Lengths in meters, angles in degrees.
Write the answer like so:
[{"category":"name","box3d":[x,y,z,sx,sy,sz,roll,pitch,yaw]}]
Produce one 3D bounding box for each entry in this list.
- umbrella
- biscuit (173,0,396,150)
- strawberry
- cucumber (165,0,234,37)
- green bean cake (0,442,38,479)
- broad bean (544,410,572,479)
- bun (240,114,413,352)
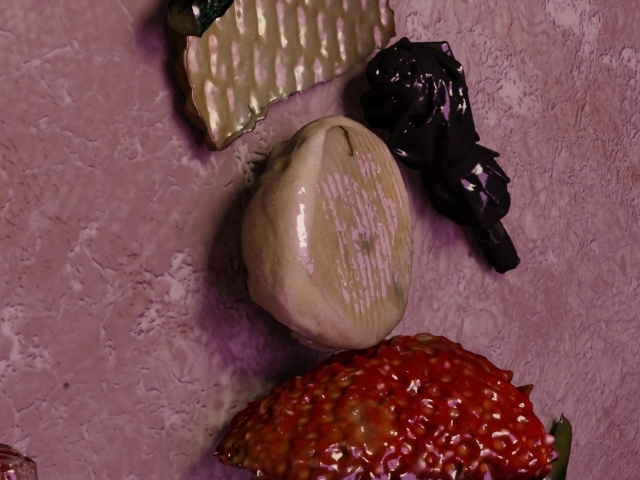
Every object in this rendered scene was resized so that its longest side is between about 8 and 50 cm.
[{"category":"umbrella","box3d":[0.141,-0.072,1.273,0.118,0.118,0.340,-61,141,-24]},{"category":"biscuit","box3d":[-0.043,-0.215,1.123,0.273,0.036,0.187,-33,114,-38]},{"category":"strawberry","box3d":[0.064,0.154,1.102,0.306,0.233,0.137,5,98,-43]},{"category":"cucumber","box3d":[-0.056,-0.271,1.059,0.044,0.043,0.256,51,55,-34]},{"category":"green bean cake","box3d":[-0.277,0.171,0.839,0.135,0.136,0.056,-3,93,-43]},{"category":"broad bean","box3d":[0.239,0.334,1.423,0.060,0.043,0.297,50,59,-47]},{"category":"bun","box3d":[0.000,0.000,1.121,0.237,0.116,0.210,-45,120,-51]}]
